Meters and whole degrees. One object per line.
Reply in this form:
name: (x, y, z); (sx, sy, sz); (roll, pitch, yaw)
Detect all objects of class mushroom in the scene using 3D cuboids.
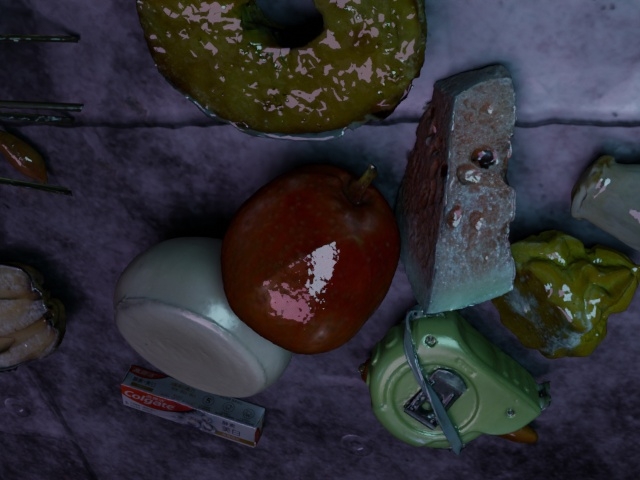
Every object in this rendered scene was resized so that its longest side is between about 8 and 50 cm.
mushroom: (0.408, -0.015, 0.894); (0.351, 0.097, 0.109); (8, 132, 21)

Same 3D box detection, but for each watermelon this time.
watermelon: (0.137, -0.065, 0.972); (0.094, 0.154, 0.241); (-6, 125, -17)

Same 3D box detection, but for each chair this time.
chair: (-0.423, -0.137, 1.022); (0.326, 0.160, 0.170); (4, 136, -17)

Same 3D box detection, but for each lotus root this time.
lotus root: (-0.491, 0.114, 1.429); (0.329, 0.078, 0.167); (-10, 102, 33)

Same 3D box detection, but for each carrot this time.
carrot: (0.164, 0.208, 1.241); (0.248, 0.043, 0.043); (23, 135, 1)

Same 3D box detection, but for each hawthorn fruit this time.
hawthorn fruit: (0.000, 0.000, 1.029); (0.196, 0.196, 0.225); (32, 122, -6)

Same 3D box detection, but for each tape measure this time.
tape measure: (0.144, 0.171, 1.155); (0.200, 0.106, 0.175); (41, 112, -15)

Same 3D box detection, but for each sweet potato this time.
sweet potato: (-0.372, -0.106, 1.198); (0.034, 0.034, 0.095); (-26, 119, 39)

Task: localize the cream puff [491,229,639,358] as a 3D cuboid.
cream puff: (0.256, 0.048, 1.013); (0.146, 0.116, 0.146); (50, 157, 30)

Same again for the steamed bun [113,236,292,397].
steamed bun: (-0.133, 0.081, 1.184); (0.232, 0.145, 0.232); (19, 149, 12)

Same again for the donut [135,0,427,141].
donut: (-0.026, -0.219, 0.899); (0.272, 0.107, 0.272); (10, 136, 10)

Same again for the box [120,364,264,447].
box: (-0.190, 0.246, 1.433); (0.218, 0.039, 0.055); (17, 136, 9)
